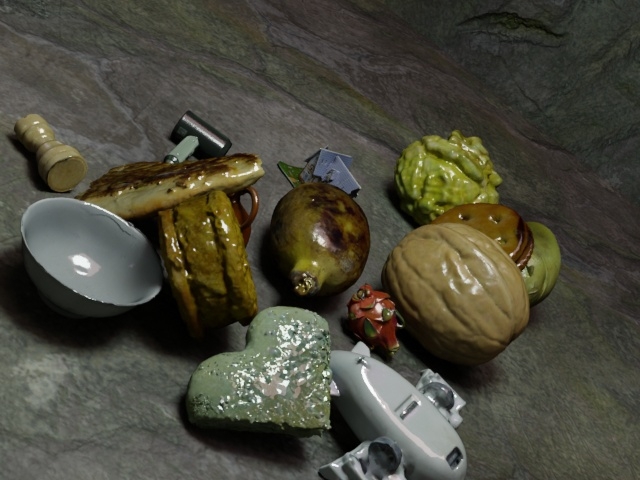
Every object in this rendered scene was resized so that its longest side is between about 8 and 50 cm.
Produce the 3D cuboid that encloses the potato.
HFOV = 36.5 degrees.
[{"bbox_3d":[0.391,0.050,1.923,0.144,0.169,0.248,63,33,-18],"label":"potato"}]

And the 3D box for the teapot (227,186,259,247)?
[{"bbox_3d":[-0.155,-0.035,1.436,0.116,0.173,0.116,28,51,-41],"label":"teapot"}]

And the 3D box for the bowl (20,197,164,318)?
[{"bbox_3d":[-0.295,0.040,1.198,0.189,0.086,0.189,28,29,-17],"label":"bowl"}]

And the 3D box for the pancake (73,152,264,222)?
[{"bbox_3d":[-0.233,-0.083,1.421,0.265,0.057,0.244,-16,17,-20],"label":"pancake"}]

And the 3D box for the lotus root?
[{"bbox_3d":[0.000,0.000,1.557,0.169,0.141,0.314,33,26,-13],"label":"lotus root"}]

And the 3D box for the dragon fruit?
[{"bbox_3d":[0.089,0.129,1.526,0.116,0.086,0.081,45,-12,2],"label":"dragon fruit"}]

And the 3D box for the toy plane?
[{"bbox_3d":[0.090,0.242,1.296,0.252,0.118,0.252,15,45,-16],"label":"toy plane"}]

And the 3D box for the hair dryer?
[{"bbox_3d":[-0.228,-0.145,1.642,0.100,0.057,0.198,35,34,-1],"label":"hair dryer"}]

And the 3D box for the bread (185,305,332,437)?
[{"bbox_3d":[-0.054,0.181,1.206,0.232,0.064,0.172,-36,87,-36],"label":"bread"}]

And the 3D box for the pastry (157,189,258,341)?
[{"bbox_3d":[-0.146,0.033,1.271,0.103,0.189,0.189,-15,40,-2],"label":"pastry"}]

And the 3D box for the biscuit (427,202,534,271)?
[{"bbox_3d":[0.291,0.011,1.831,0.220,0.220,0.066,-109,173,-50],"label":"biscuit"}]

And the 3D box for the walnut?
[{"bbox_3d":[0.225,0.085,1.626,0.261,0.225,0.225,50,29,23],"label":"walnut"}]

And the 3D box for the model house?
[{"bbox_3d":[0.012,-0.119,1.831,0.117,0.088,0.167,12,35,-41],"label":"model house"}]

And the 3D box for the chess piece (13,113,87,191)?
[{"bbox_3d":[-0.393,-0.131,1.392,0.122,0.066,0.066,46,27,28],"label":"chess piece"}]

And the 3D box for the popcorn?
[{"bbox_3d":[0.267,-0.123,2.027,0.259,0.212,0.259,27,35,-21],"label":"popcorn"}]
